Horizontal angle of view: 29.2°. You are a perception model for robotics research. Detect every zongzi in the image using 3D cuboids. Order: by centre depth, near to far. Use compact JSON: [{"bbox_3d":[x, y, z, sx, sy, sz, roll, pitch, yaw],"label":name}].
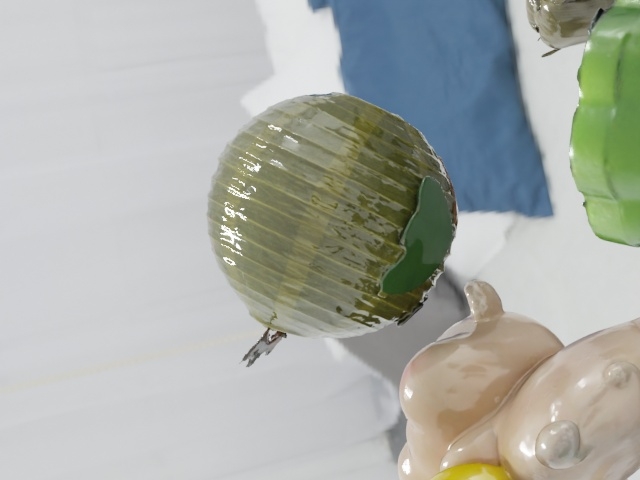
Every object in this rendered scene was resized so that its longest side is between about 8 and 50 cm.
[{"bbox_3d":[0.279,-0.285,1.163,0.099,0.194,0.197,61,-164,-64],"label":"zongzi"}]

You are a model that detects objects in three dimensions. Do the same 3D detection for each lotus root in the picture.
[{"bbox_3d":[0.262,-0.071,0.724,0.186,0.186,0.186,168,90,-71],"label":"lotus root"}]

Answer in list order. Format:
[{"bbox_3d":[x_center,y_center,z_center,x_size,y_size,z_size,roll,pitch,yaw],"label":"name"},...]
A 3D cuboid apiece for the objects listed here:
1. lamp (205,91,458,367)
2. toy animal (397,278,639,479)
[{"bbox_3d":[0.000,0.000,1.185,0.284,0.250,0.250,-64,23,-1],"label":"lamp"},{"bbox_3d":[0.170,0.169,1.193,0.247,0.277,0.345,56,153,26],"label":"toy animal"}]
